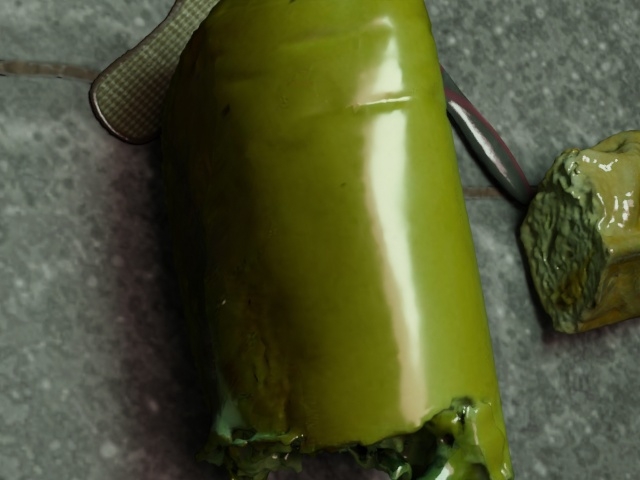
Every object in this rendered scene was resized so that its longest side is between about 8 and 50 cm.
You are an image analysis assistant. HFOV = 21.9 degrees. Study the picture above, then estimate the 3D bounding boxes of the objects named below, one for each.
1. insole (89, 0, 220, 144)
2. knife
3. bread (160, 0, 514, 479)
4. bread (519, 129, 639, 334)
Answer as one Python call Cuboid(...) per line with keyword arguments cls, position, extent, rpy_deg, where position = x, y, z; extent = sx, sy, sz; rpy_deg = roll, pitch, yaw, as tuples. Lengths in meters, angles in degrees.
Cuboid(cls="insole", position=(-0.085, -0.166, 1.280), extent=(0.086, 0.005, 0.253), rpy_deg=(45, 61, -11))
Cuboid(cls="knife", position=(0.096, -0.125, 1.363), extent=(0.035, 0.018, 0.247), rpy_deg=(-42, 96, -27))
Cuboid(cls="bread", position=(0.000, 0.000, 1.155), extent=(0.208, 0.251, 0.376), rpy_deg=(-5, 82, -12))
Cuboid(cls="bread", position=(0.295, -0.023, 1.380), extent=(0.268, 0.130, 0.152), rpy_deg=(-15, 121, -31))
